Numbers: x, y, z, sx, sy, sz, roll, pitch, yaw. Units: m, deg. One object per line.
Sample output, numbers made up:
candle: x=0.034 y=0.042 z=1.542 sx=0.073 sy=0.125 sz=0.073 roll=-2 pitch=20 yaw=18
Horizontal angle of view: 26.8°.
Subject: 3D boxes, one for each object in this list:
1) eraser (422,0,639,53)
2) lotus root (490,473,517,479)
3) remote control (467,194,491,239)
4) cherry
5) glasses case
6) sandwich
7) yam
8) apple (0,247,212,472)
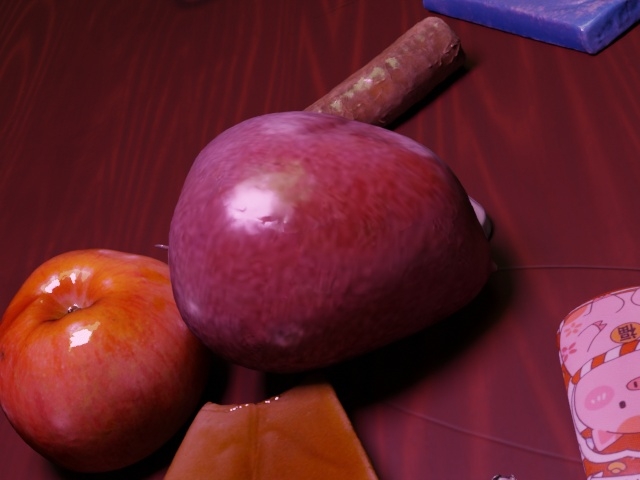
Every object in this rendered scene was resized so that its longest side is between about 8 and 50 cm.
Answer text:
eraser: x=0.257 y=-0.296 z=1.564 sx=0.144 sy=0.042 sz=0.312 roll=-37 pitch=33 yaw=-16
lotus root: x=0.116 y=0.207 z=0.964 sx=0.083 sy=0.030 sz=0.037 roll=-40 pitch=65 yaw=-14
remote control: x=0.091 y=-0.040 z=1.344 sx=0.077 sy=0.022 sz=0.245 roll=-35 pitch=33 yaw=-7
cherry: x=0.000 y=0.000 z=1.170 sx=0.308 sy=0.221 sz=0.261 roll=3 pitch=26 yaw=8
glasses case: x=0.233 y=0.127 z=0.954 sx=0.103 sy=0.067 sz=0.266 roll=-21 pitch=32 yaw=13
sandwich: x=-0.014 y=0.186 z=1.060 sx=0.245 sy=0.063 sz=0.212 roll=-8 pitch=36 yaw=27
yam: x=0.017 y=-0.123 z=1.470 sx=0.357 sy=0.081 sz=0.081 roll=-40 pitch=34 yaw=-18
apple: x=-0.198 y=0.102 z=1.221 sx=0.209 sy=0.164 sz=0.209 roll=-17 pitch=35 yaw=13
